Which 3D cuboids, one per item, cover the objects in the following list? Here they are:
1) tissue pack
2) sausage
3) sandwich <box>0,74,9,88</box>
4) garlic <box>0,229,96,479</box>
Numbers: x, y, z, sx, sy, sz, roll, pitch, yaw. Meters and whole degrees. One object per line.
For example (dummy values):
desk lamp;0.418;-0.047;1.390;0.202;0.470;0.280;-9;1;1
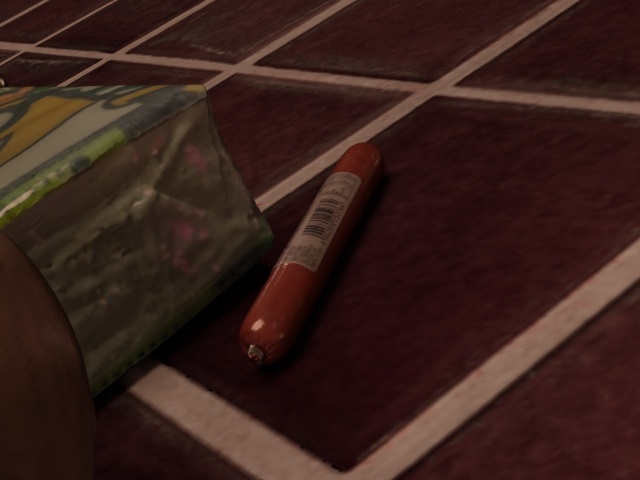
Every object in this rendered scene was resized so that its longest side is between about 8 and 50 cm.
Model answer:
tissue pack;-0.207;0.004;0.742;0.228;0.128;0.311;-37;27;-25
sausage;0.000;0.000;0.673;0.029;0.029;0.223;-12;27;27
sandwich;-0.465;-0.101;1.201;0.301;0.250;0.162;-84;18;-53
garlic;-0.257;0.085;0.485;0.340;0.246;0.231;-14;25;27
